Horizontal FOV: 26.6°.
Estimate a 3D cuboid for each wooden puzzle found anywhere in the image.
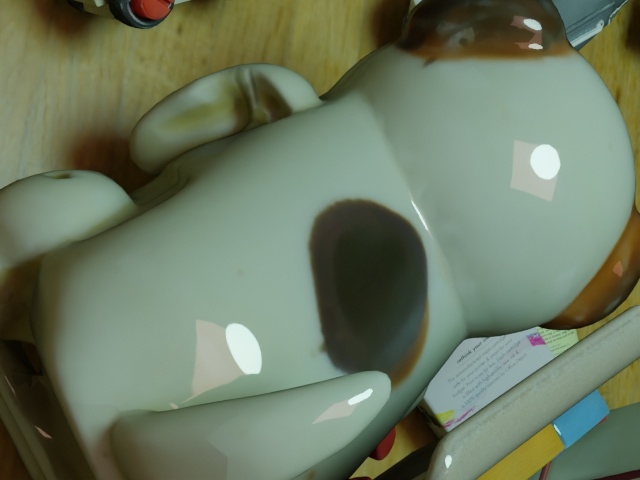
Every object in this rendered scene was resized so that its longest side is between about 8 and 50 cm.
[{"bbox_3d":[0.058,0.135,0.731,0.221,0.239,0.044,-23,76,-47],"label":"wooden puzzle"}]

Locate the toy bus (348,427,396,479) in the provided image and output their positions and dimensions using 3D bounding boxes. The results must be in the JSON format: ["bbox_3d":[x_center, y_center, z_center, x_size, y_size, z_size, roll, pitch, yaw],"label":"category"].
[{"bbox_3d":[0.035,0.228,0.926,0.104,0.191,0.202,-18,139,-33],"label":"toy bus"}]

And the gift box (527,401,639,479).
[{"bbox_3d":[0.273,0.268,1.043,0.255,0.258,0.276,51,42,-16],"label":"gift box"}]

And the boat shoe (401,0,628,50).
[{"bbox_3d":[0.181,-0.199,1.136,0.319,0.116,0.099,-31,146,-38],"label":"boat shoe"}]

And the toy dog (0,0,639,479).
[{"bbox_3d":[0.000,0.000,0.813,0.408,0.395,0.284,-30,93,-23],"label":"toy dog"}]

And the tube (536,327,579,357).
[{"bbox_3d":[0.166,0.030,1.111,0.062,0.070,0.240,-43,121,-74],"label":"tube"}]

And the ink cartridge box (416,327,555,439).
[{"bbox_3d":[0.113,0.090,1.045,0.104,0.061,0.181,-38,107,-9],"label":"ink cartridge box"}]

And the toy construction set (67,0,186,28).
[{"bbox_3d":[-0.102,-0.266,0.903,0.328,0.151,0.215,-15,118,-26],"label":"toy construction set"}]
